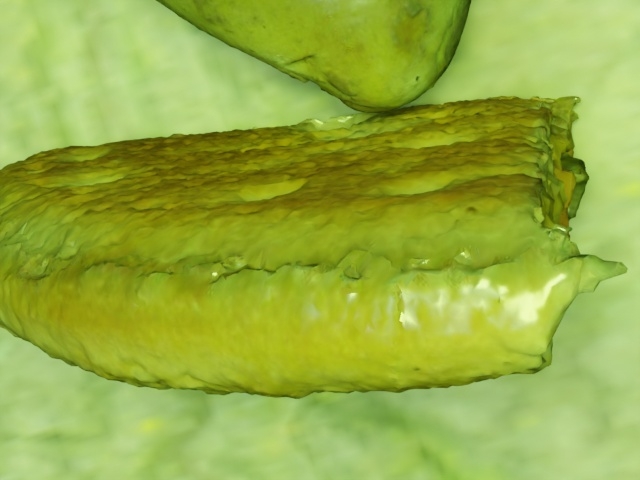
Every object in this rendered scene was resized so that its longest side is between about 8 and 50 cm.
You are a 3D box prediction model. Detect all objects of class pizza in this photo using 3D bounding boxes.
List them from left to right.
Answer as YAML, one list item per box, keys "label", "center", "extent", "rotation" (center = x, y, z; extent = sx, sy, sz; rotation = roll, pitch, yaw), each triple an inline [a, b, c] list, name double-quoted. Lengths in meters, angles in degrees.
- label: "pizza"
  center: [0.000, 0.000, 0.525]
  extent: [0.292, 0.197, 0.058]
  rotation: [7, 110, 52]

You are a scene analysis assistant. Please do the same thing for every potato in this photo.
- label: "potato"
  center: [-0.030, -0.116, 0.552]
  extent: [0.188, 0.085, 0.105]
  rotation: [43, 99, 6]
